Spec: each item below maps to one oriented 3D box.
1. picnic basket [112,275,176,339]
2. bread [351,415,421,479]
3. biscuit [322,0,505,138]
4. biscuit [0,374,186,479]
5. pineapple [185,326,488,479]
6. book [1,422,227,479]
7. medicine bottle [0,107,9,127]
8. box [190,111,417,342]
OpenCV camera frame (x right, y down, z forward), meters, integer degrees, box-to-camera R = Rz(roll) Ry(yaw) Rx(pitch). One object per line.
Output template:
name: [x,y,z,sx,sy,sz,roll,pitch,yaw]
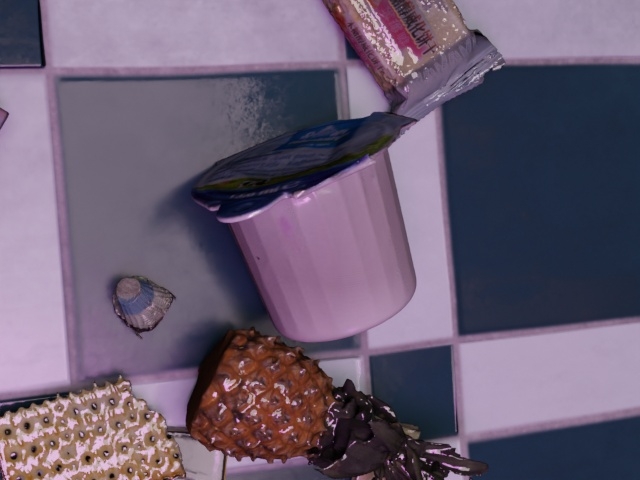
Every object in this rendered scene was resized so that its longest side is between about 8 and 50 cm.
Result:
picnic basket: [-0.209,0.076,1.227,0.065,0.083,0.083,-57,150,-12]
bread: [0.075,0.304,1.338,0.068,0.028,0.153,19,84,-17]
biscuit: [0.089,-0.305,1.321,0.186,0.079,0.309,-35,99,-14]
biscuit: [-0.266,0.236,1.197,0.203,0.016,0.144,-16,95,-19]
pineapple: [0.026,0.228,1.231,0.364,0.165,0.165,25,82,-8]
book: [-0.252,0.402,1.224,0.262,0.028,0.374,7,87,-21]
medicine bottle: [-0.435,-0.153,1.112,0.188,0.119,0.094,32,78,-16]
box: [0.000,0.000,1.193,0.262,0.291,0.206,-12,111,22]
